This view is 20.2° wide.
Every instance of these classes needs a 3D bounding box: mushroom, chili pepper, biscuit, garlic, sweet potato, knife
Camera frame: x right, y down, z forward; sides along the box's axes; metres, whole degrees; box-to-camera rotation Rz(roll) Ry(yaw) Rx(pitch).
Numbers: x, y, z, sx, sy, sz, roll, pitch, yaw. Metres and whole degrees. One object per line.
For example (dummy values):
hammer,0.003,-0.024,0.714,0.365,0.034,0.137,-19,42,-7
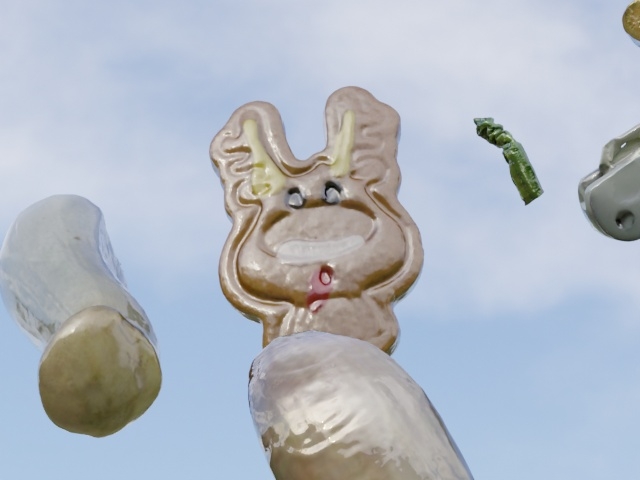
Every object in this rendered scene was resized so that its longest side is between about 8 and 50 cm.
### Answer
mushroom,-0.196,0.067,1.544,0.159,0.328,0.122,33,-81,-23
chili pepper,0.143,-0.065,1.363,0.022,0.083,0.027,-27,-19,-14
biscuit,0.000,-0.002,1.567,0.186,0.295,0.044,-12,-26,0
garlic,0.030,0.126,0.881,0.087,0.195,0.101,-31,-7,-9
sweet potato,0.301,-0.191,1.591,0.049,0.049,0.117,-10,-3,25
knife,0.298,-0.092,1.278,0.265,0.040,0.073,-34,-76,2
